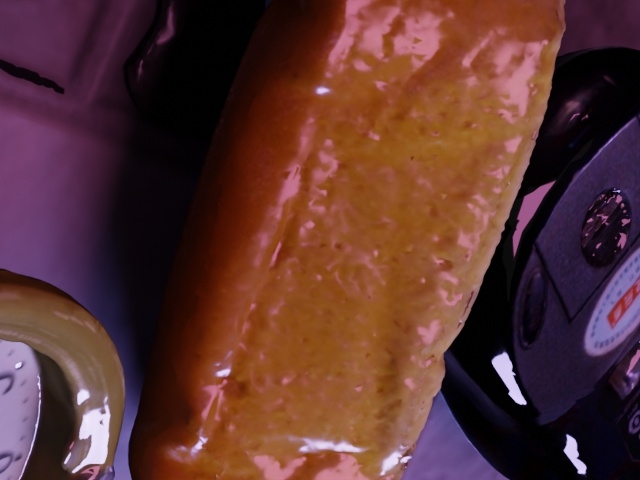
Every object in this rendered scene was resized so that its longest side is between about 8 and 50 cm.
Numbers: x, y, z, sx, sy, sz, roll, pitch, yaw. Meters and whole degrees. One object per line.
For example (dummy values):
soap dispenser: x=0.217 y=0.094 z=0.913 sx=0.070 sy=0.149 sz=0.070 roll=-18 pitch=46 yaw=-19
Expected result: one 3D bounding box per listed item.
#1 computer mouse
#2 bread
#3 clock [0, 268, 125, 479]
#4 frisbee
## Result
computer mouse: x=0.096 y=0.017 z=0.666 sx=0.137 sy=0.096 sz=0.233 roll=-43 pitch=139 yaw=-16
bread: x=0.000 y=0.000 z=0.548 sx=0.094 sy=0.102 sz=0.245 roll=16 pitch=108 yaw=-9
clock: x=-0.159 y=0.090 z=0.462 sx=0.237 sy=0.057 sz=0.237 roll=-37 pitch=154 yaw=-22
frisbee: x=-0.030 y=-0.151 z=0.529 sx=0.187 sy=0.012 sz=0.211 roll=37 pitch=83 yaw=-47
